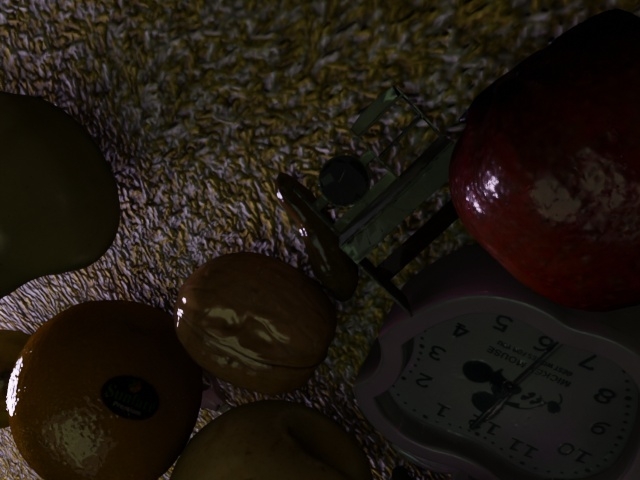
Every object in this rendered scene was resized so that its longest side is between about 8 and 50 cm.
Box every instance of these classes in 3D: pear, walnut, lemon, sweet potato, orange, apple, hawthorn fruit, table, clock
[{"bbox_3d":[-0.073,0.380,0.807,0.309,0.309,0.310,12,126,17],"label":"pear"},{"bbox_3d":[-0.081,0.100,0.718,0.197,0.165,0.165,21,128,11],"label":"walnut"},{"bbox_3d":[-0.571,0.248,1.033,0.180,0.181,0.193,29,128,4],"label":"lemon"},{"bbox_3d":[0.001,-0.001,0.679,0.053,0.054,0.182,-20,110,24],"label":"sweet potato"},{"bbox_3d":[-0.301,0.220,0.828,0.274,0.274,0.275,12,126,17],"label":"orange"},{"bbox_3d":[-0.384,-0.050,0.707,0.262,0.262,0.263,12,126,17],"label":"apple"},{"bbox_3d":[0.226,-0.043,0.454,0.249,0.215,0.215,43,129,-12],"label":"hawthorn fruit"},{"bbox_3d":[0.080,-0.040,0.573,0.175,0.062,0.146,44,102,-10],"label":"table"},{"bbox_3d":[0.215,0.167,0.663,0.338,0.102,0.339,13,127,17],"label":"clock"}]

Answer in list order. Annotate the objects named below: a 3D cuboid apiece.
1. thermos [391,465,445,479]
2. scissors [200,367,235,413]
[{"bbox_3d":[0.174,0.407,0.755,0.286,0.144,0.182,144,106,-75],"label":"thermos"},{"bbox_3d":[-0.152,0.277,0.954,0.212,0.021,0.110,34,126,0],"label":"scissors"}]
